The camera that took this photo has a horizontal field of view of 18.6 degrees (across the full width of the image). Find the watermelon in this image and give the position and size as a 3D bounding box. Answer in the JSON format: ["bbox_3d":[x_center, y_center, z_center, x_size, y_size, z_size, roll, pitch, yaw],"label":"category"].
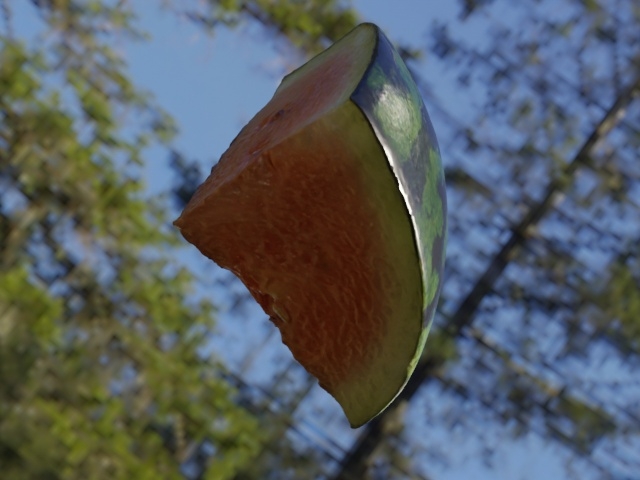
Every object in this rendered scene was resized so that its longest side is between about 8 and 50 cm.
[{"bbox_3d":[0.020,-0.006,0.941,0.145,0.137,0.193,49,0,-10],"label":"watermelon"}]
